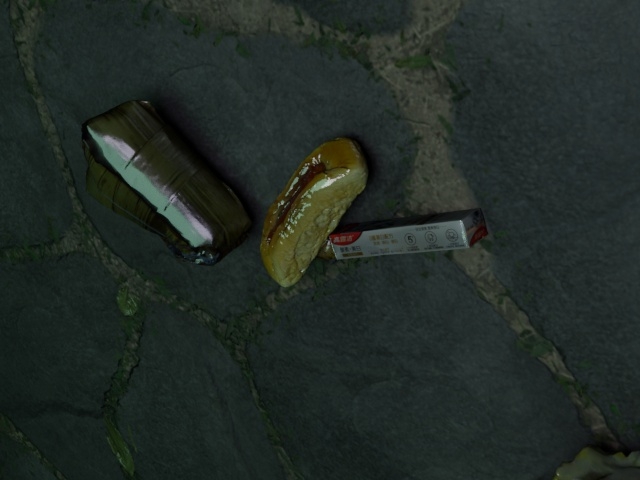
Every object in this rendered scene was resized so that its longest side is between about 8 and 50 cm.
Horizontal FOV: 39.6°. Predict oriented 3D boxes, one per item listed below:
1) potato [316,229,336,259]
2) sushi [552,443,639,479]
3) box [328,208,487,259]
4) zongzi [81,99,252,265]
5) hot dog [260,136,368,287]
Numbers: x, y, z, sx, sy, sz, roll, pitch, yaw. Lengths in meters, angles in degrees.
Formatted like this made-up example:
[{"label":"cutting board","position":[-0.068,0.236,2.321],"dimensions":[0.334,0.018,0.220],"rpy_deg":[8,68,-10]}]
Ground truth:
[{"label":"potato","position":[0.000,0.000,1.286],"dimensions":[0.083,0.040,0.051],"rpy_deg":[19,102,44]},{"label":"sushi","position":[0.351,0.412,0.986],"dimensions":[0.351,0.396,0.240],"rpy_deg":[-13,106,51]},{"label":"box","position":[0.112,-0.007,1.186],"dimensions":[0.218,0.055,0.039],"rpy_deg":[-7,106,39]},{"label":"zongzi","position":[-0.267,-0.056,1.424],"dimensions":[0.286,0.138,0.300],"rpy_deg":[47,147,-2]},{"label":"hot dog","position":[-0.023,-0.039,1.226],"dimensions":[0.242,0.073,0.084],"rpy_deg":[-55,39,31]}]
